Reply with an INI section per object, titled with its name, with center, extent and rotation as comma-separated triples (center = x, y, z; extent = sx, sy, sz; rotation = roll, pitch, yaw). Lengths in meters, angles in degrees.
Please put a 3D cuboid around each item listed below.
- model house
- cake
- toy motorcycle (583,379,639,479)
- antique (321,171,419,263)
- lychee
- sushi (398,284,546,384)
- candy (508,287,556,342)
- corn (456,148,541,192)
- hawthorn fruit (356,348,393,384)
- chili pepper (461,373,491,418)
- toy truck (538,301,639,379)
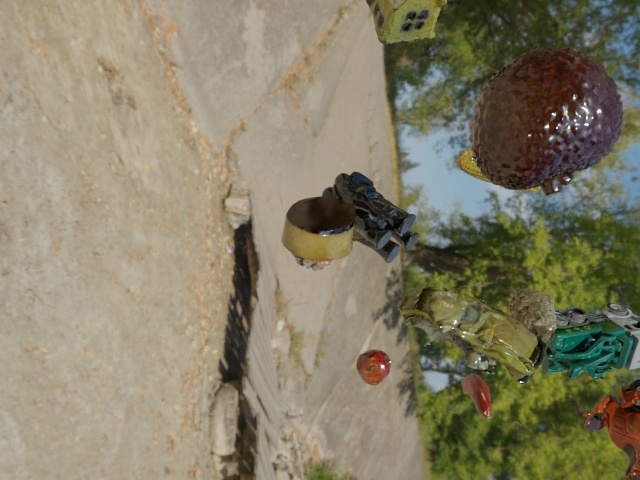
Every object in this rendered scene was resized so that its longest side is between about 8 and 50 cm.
[model house]
center = 0.231, -0.649, 1.291
extent = 0.234, 0.175, 0.193
rotation = 122, -41, -67
[cake]
center = 0.000, 0.000, 1.382
extent = 0.185, 0.208, 0.178
rotation = -126, -153, -51
[toy motorcycle]
center = 0.835, 0.548, 1.370
extent = 0.148, 0.221, 0.325
rotation = 22, 53, -30
[antique]
center = 0.147, -0.071, 1.569
extent = 0.255, 0.185, 0.322
rotation = 41, -3, 24
[lychee]
center = 0.396, -0.210, 0.928
extent = 0.260, 0.261, 0.260
rotation = -9, 90, -84
[sushi]
center = 0.291, 0.189, 1.015
extent = 0.139, 0.291, 0.131
rotation = -47, 161, -48
[candy]
center = 0.454, 0.163, 1.100
extent = 0.085, 0.096, 0.110
rotation = 77, 28, -50
[corn]
center = 0.566, -0.223, 1.610
extent = 0.101, 0.292, 0.101
rotation = -164, -90, -83
[hawthorn fruit]
center = 0.135, 0.308, 1.253
extent = 0.093, 0.093, 0.093
rotation = -9, 90, -84
[chili pepper]
center = 0.422, 0.406, 1.375
extent = 0.071, 0.064, 0.272
rotation = 63, 6, 1
[toy truck]
center = 0.774, 0.297, 1.456
extent = 0.178, 0.364, 0.176
rotation = -135, -136, -57
